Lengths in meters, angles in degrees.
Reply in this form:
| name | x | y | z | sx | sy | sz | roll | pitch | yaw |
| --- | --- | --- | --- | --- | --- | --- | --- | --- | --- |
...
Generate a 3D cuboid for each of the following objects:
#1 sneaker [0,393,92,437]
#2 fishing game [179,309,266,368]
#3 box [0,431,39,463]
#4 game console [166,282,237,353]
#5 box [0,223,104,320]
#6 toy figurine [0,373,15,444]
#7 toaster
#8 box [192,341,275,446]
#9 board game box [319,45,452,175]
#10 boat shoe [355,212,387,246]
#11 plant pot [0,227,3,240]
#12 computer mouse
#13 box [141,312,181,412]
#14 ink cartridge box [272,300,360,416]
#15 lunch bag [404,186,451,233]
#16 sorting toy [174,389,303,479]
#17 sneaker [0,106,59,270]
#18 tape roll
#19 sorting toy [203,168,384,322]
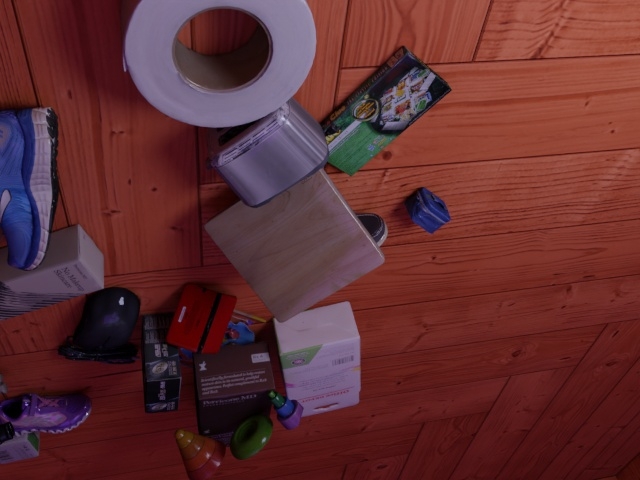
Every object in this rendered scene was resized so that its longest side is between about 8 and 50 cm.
| name | x | y | z | sx | sy | sz | roll | pitch | yaw |
| --- | --- | --- | --- | --- | --- | --- | --- | --- | --- |
| sneaker | -0.699 | 0.424 | 1.732 | 0.236 | 0.095 | 0.105 | -9 | 133 | -8 |
| fishing game | -0.257 | 0.261 | 1.729 | 0.264 | 0.041 | 0.189 | -38 | 134 | 25 |
| box | -0.797 | 0.514 | 1.801 | 0.101 | 0.087 | 0.101 | -11 | 141 | -8 |
| game console | -0.271 | 0.179 | 1.581 | 0.124 | 0.144 | 0.085 | 20 | 177 | -6 |
| box | -0.573 | 0.071 | 1.348 | 0.275 | 0.094 | 0.113 | -18 | 141 | 3 |
| toy figurine | -0.791 | 0.362 | 1.525 | 0.148 | 0.210 | 0.213 | -21 | 143 | -12 |
| toaster | -0.091 | -0.170 | 1.205 | 0.227 | 0.129 | 0.146 | -30 | 137 | 18 |
| box | -0.232 | 0.418 | 1.817 | 0.191 | 0.143 | 0.381 | -6 | 145 | -12 |
| board game box | 0.103 | -0.231 | 1.279 | 0.259 | 0.030 | 0.136 | -39 | 138 | 25 |
| boat shoe | 0.000 | 0.000 | 1.462 | 0.285 | 0.103 | 0.092 | -14 | 146 | 7 |
| plant pot | -0.687 | -0.041 | 1.225 | 0.236 | 0.032 | 0.236 | -9 | 140 | -8 |
| computer mouse | -0.481 | 0.212 | 1.565 | 0.188 | 0.072 | 0.272 | 7 | 136 | -25 |
| box | -0.372 | 0.283 | 1.601 | 0.077 | 0.180 | 0.147 | -2 | 139 | -17 |
| ink cartridge box | -0.004 | 0.325 | 1.829 | 0.207 | 0.119 | 0.354 | -12 | 140 | -7 |
| lunch bag | 0.232 | -0.069 | 1.486 | 0.065 | 0.067 | 0.098 | -38 | 135 | 24 |
| sorting toy | -0.220 | 0.460 | 1.699 | 0.365 | 0.127 | 0.126 | -30 | 115 | 18 |
| sneaker | -0.525 | -0.087 | 1.171 | 0.147 | 0.130 | 0.330 | 5 | 128 | -16 |
| tape roll | -0.154 | -0.310 | 1.038 | 0.286 | 0.100 | 0.286 | -10 | 141 | -8 |
| sorting toy | -0.047 | -0.010 | 1.363 | 0.257 | 0.089 | 0.255 | -32 | 106 | 18 |
